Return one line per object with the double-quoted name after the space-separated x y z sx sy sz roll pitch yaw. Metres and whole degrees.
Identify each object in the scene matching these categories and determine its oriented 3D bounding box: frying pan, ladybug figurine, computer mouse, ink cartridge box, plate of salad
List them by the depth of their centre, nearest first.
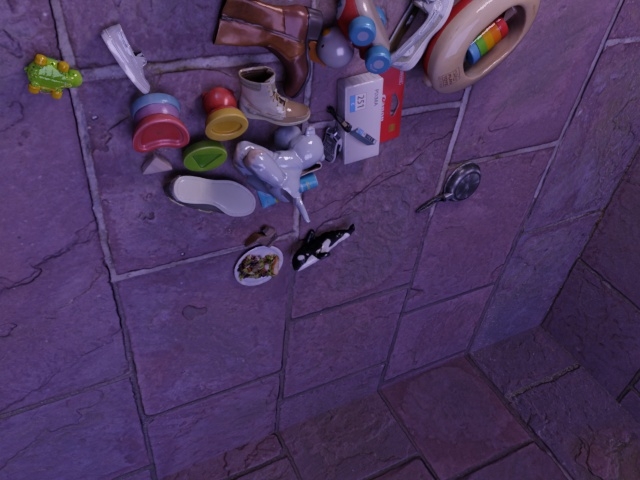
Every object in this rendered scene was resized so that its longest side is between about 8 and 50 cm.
0.491 -0.659 1.740 0.449 0.162 0.305 -38 150 -2 "ladybug figurine"
0.047 -0.343 1.813 0.042 0.106 0.193 -33 156 -34 "computer mouse"
0.183 -0.424 1.838 0.261 0.066 0.296 -20 137 -17 "ink cartridge box"
-0.229 0.103 2.062 0.199 0.048 0.200 -19 138 -19 "plate of salad"
0.559 -0.225 2.310 0.326 0.053 0.197 -20 136 -23 "frying pan"

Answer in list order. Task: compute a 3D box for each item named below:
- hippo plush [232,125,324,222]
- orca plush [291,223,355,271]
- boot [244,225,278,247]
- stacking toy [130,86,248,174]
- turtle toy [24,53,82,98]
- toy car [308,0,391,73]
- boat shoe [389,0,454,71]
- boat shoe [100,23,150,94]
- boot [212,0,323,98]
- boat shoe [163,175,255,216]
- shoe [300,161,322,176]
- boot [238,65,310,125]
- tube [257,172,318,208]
-0.106 -0.257 1.645 0.237 0.294 0.234 -51 148 -11 "hippo plush"
0.000 0.000 2.088 0.287 0.151 0.102 -29 108 -5 "orca plush"
-0.210 0.001 1.981 0.118 0.042 0.087 -40 139 1 "boot"
-0.386 -0.319 1.546 0.308 0.131 0.279 -8 158 -26 "stacking toy"
-0.632 -0.392 1.293 0.130 0.066 0.095 7 123 -40 "turtle toy"
0.059 -0.576 1.546 0.237 0.219 0.210 -17 145 22 "toy car"
0.295 -0.668 1.649 0.103 0.118 0.320 1 135 -39 "boat shoe"
-0.471 -0.452 1.360 0.063 0.066 0.184 -32 130 -4 "boat shoe"
-0.152 -0.524 1.489 0.280 0.096 0.264 -3 137 -28 "boot"
-0.344 -0.141 1.717 0.305 0.091 0.109 11 84 -43 "boat shoe"
-0.097 -0.245 1.815 0.219 0.058 0.077 -15 135 -23 "shoe"
-0.128 -0.409 1.542 0.213 0.077 0.165 7 152 -4 "boot"
-0.113 -0.177 1.883 0.207 0.052 0.080 -22 128 -8 "tube"
